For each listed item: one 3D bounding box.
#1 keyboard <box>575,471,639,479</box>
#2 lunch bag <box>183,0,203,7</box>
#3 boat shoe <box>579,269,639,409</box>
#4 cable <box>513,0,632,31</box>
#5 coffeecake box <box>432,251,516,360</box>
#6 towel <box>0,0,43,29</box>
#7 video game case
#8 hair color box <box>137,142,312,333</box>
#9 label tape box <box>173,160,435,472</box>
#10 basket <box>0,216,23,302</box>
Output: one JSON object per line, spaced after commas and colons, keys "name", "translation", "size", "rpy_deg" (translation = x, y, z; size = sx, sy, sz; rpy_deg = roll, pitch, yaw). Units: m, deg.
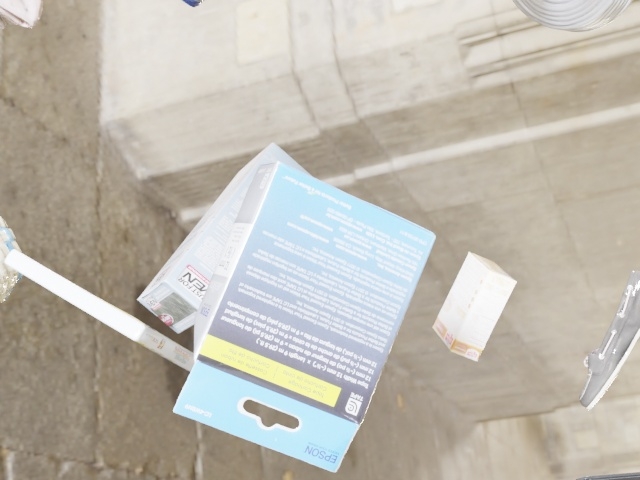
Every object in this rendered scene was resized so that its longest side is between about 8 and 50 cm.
{"name": "keyboard", "translation": [0.351, 0.281, 1.019], "size": [0.023, 0.180, 0.108], "rpy_deg": [-102, -170, -63]}
{"name": "lunch bag", "translation": [-0.163, -0.339, 1.197], "size": [0.098, 0.065, 0.067], "rpy_deg": [37, 49, -30]}
{"name": "boat shoe", "translation": [0.650, 0.217, 2.140], "size": [0.335, 0.095, 0.112], "rpy_deg": [-62, 163, 17]}
{"name": "cable", "translation": [0.418, -0.472, 1.607], "size": [0.089, 0.257, 0.257], "rpy_deg": [-22, 142, -38]}
{"name": "coffeecake box", "translation": [0.317, 0.135, 2.014], "size": [0.186, 0.068, 0.142], "rpy_deg": [-65, -165, 10]}
{"name": "towel", "translation": [-0.345, -0.382, 0.803], "size": [0.317, 0.053, 0.332], "rpy_deg": [30, 57, -48]}
{"name": "video game case", "translation": [-0.284, 0.098, 1.296], "size": [0.026, 0.227, 0.206], "rpy_deg": [-59, 158, -10]}
{"name": "hair color box", "translation": [-0.188, -0.005, 1.917], "size": [0.113, 0.185, 0.374], "rpy_deg": [41, 62, -10]}
{"name": "label tape box", "translation": [-0.029, 0.100, 1.303], "size": [0.348, 0.249, 0.115], "rpy_deg": [-67, -162, -4]}
{"name": "basket", "translation": [-0.746, 0.084, 1.907], "size": [0.201, 0.255, 0.289], "rpy_deg": [53, 47, 2]}
